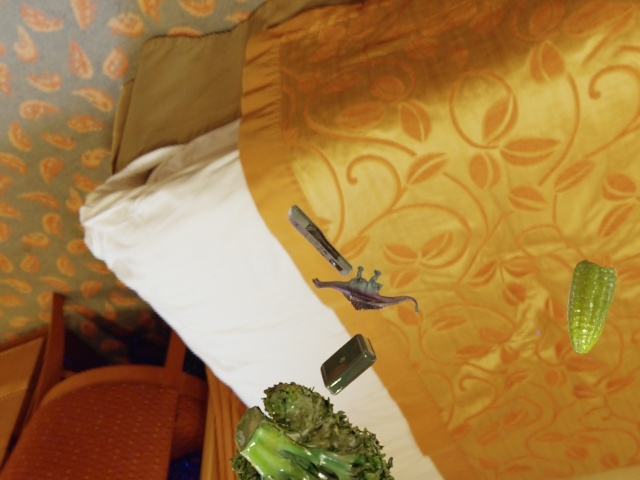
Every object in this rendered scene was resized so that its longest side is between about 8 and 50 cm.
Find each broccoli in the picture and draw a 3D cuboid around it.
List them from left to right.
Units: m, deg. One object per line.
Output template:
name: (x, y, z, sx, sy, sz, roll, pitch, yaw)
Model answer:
broccoli: (-0.026, 0.244, 0.758, 0.194, 0.220, 0.194, -5, 130, -6)

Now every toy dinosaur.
toy dinosaur: (0.078, 0.085, 1.140, 0.197, 0.080, 0.045, 14, 131, 24)

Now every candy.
candy: (0.595, 0.149, 1.496, 0.096, 0.097, 0.209, 9, 94, -10)

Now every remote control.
remote control: (0.000, 0.000, 1.274, 0.029, 0.065, 0.166, -44, 90, -13)

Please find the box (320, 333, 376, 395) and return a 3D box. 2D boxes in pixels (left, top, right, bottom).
box: (0.054, 0.253, 1.388, 0.126, 0.091, 0.031, -42, 114, 11)
